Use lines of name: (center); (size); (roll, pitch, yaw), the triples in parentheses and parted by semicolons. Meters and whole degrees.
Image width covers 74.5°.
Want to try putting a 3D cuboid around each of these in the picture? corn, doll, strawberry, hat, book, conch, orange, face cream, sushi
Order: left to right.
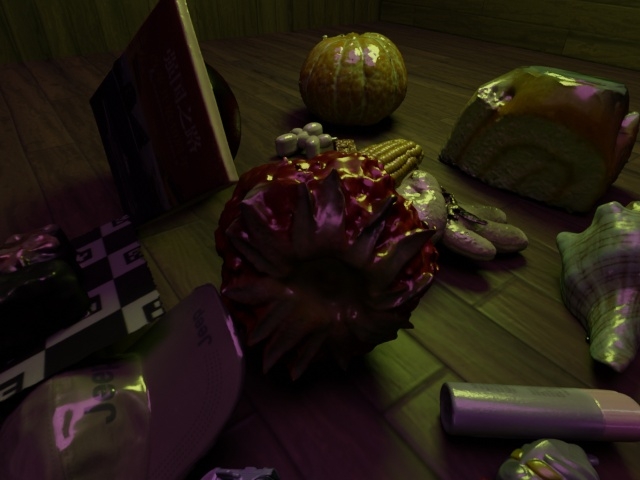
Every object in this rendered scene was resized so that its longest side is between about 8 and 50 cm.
sushi: (-0.387, 0.041, 0.534); (0.296, 0.100, 0.373); (-29, 32, -16)
hat: (-0.211, 0.145, 0.432); (0.149, 0.245, 0.214); (23, 14, -43)
book: (-0.272, -0.171, 0.674); (0.028, 0.263, 0.374); (-18, 3, -43)
doll: (-0.039, -0.265, 1.108); (0.161, 0.059, 0.160); (13, 36, 31)
strawberry: (0.002, 0.001, 0.588); (0.292, 0.292, 0.343); (0, 21, -1)
orange: (0.096, -0.478, 1.253); (0.329, 0.249, 0.329); (-3, 29, 2)
corn: (0.110, -0.130, 0.871); (0.130, 0.130, 0.347); (25, 40, 30)
doll: (0.234, -0.044, 0.759); (0.278, 0.149, 0.175); (5, 1, -16)
doll: (0.200, 0.244, 0.405); (0.180, 0.079, 0.094); (-18, 3, -16)
face cream: (0.240, 0.193, 0.472); (0.198, 0.057, 0.084); (3, -9, 4)
conch: (0.467, 0.023, 0.639); (0.386, 0.170, 0.203); (-27, 19, -35)

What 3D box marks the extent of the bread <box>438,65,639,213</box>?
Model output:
bread: (0.483, -0.261, 0.950); (0.239, 0.264, 0.395); (-33, 49, -32)

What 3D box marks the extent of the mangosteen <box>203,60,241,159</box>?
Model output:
mangosteen: (-0.300, -0.252, 0.903); (0.293, 0.297, 0.297); (-9, 32, -46)

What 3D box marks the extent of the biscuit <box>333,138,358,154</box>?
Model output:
biscuit: (0.069, -0.200, 1.045); (0.064, 0.034, 0.199); (-2, 37, -3)

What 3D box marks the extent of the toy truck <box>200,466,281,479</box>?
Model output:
toy truck: (-0.095, 0.280, 0.341); (0.115, 0.080, 0.178); (0, 36, 15)
